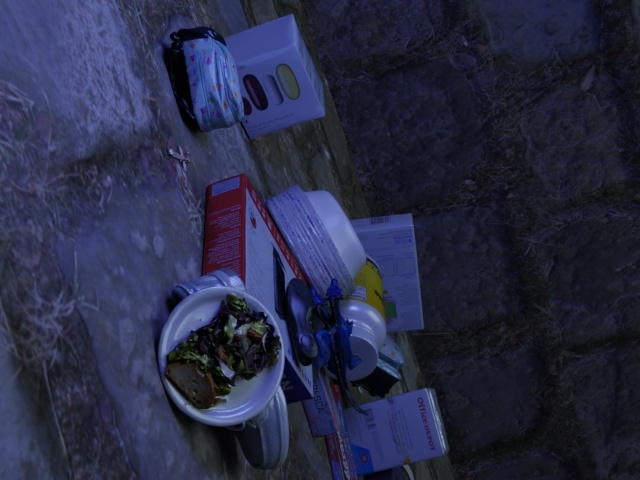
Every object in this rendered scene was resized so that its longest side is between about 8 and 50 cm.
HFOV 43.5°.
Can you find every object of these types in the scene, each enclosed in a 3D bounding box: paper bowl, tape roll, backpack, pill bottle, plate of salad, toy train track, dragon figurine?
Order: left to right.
[{"bbox_3d":[-0.243,-0.148,1.394,0.083,0.014,0.048,19,56,-76],"label":"toy train track"},{"bbox_3d":[-0.209,-0.298,1.515,0.152,0.115,0.181,33,44,-77],"label":"backpack"},{"bbox_3d":[-0.132,0.162,1.137,0.200,0.048,0.199,8,74,-31],"label":"plate of salad"},{"bbox_3d":[0.000,0.000,1.835,0.284,0.148,0.284,60,-2,4],"label":"paper bowl"},{"bbox_3d":[0.032,0.229,1.697,0.144,0.085,0.289,38,43,-71],"label":"dragon figurine"},{"bbox_3d":[0.066,0.182,1.977,0.334,0.188,0.187,-88,158,-57],"label":"pill bottle"},{"bbox_3d":[0.120,0.298,2.113,0.166,0.144,0.188,31,10,-31],"label":"backpack"},{"bbox_3d":[0.180,0.688,2.097,0.189,0.080,0.188,-16,90,-79],"label":"tape roll"}]

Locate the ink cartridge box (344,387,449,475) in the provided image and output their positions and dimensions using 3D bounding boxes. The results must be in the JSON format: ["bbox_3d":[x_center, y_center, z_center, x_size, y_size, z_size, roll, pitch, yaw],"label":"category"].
[{"bbox_3d":[0.195,0.486,2.054,0.168,0.233,0.171,33,42,-73],"label":"ink cartridge box"}]

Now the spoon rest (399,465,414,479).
[{"bbox_3d":[0.210,0.630,2.314,0.137,0.084,0.276,23,53,-76],"label":"spoon rest"}]

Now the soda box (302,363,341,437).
[{"bbox_3d":[-0.010,0.329,1.738,0.063,0.058,0.183,-38,112,-78],"label":"soda box"}]

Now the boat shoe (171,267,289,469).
[{"bbox_3d":[-0.136,0.205,1.221,0.103,0.118,0.320,-20,99,-35],"label":"boat shoe"}]

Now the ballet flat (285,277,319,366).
[{"bbox_3d":[-0.040,0.149,1.487,0.049,0.058,0.173,130,-42,-52],"label":"ballet flat"}]

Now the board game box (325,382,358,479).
[{"bbox_3d":[0.043,0.472,1.873,0.145,0.027,0.281,41,35,-68],"label":"board game box"}]

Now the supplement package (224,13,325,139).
[{"bbox_3d":[-0.115,-0.379,1.873,0.149,0.194,0.203,-95,163,-48],"label":"supplement package"}]

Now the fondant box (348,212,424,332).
[{"bbox_3d":[0.158,0.101,2.266,0.096,0.238,0.330,-84,167,-67],"label":"fondant box"}]

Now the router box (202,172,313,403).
[{"bbox_3d":[-0.112,0.097,1.506,0.335,0.082,0.301,63,16,-44],"label":"router box"}]
